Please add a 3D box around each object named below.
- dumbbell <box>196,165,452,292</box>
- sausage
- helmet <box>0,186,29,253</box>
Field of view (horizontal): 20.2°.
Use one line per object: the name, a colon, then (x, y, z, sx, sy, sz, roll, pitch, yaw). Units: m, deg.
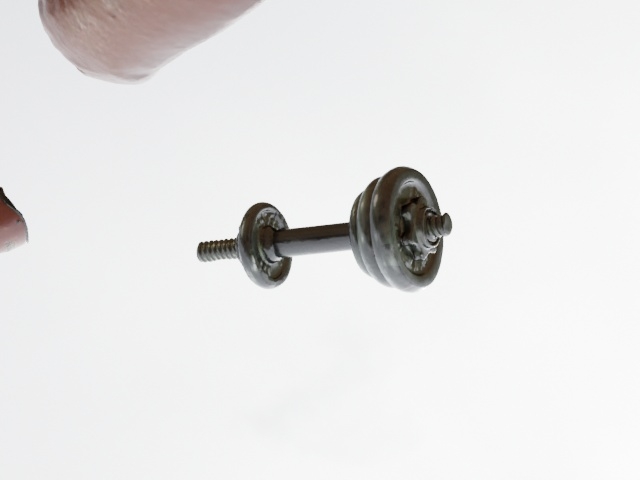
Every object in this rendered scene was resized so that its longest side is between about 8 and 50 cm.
dumbbell: (0.000, 0.000, 1.585, 0.255, 0.110, 0.110, -7, -161, 30)
sausage: (-0.060, -0.175, 1.028, 0.348, 0.097, 0.094, -22, -144, 52)
helmet: (-0.268, -0.022, 1.403, 0.049, 0.065, 0.084, -31, -109, -19)
